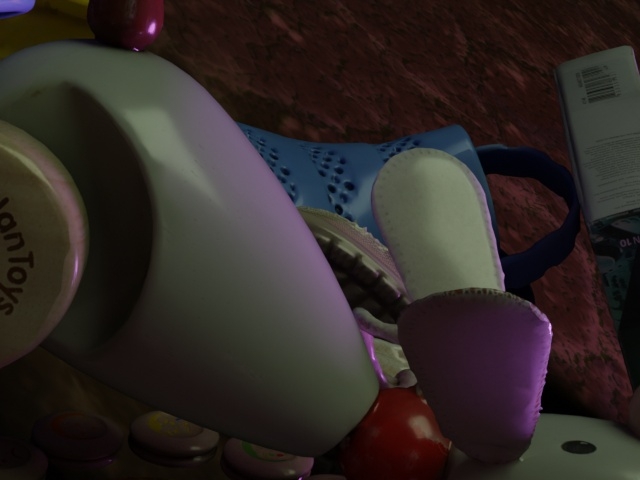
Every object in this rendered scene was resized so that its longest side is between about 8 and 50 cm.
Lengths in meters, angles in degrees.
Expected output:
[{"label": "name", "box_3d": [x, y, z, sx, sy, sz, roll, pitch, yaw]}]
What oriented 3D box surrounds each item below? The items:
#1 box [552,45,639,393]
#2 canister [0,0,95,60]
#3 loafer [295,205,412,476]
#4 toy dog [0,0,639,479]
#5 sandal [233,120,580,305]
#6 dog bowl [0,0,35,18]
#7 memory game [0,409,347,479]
[{"label": "box", "box_3d": [0.212, 0.070, 0.949, 0.232, 0.058, 0.322, -81, 153, -63]}, {"label": "canister", "box_3d": [-0.182, -0.170, 0.871, 0.126, 0.073, 0.170, 10, 41, -54]}, {"label": "loafer", "box_3d": [0.041, 0.082, 0.791, 0.268, 0.102, 0.092, 49, 11, -22]}, {"label": "toy dog", "box_3d": [0.000, 0.000, 0.565, 0.333, 0.161, 0.220, 21, 15, -25]}, {"label": "sandal", "box_3d": [0.039, -0.021, 0.910, 0.317, 0.138, 0.126, 16, 37, -47]}, {"label": "dog bowl", "box_3d": [-0.218, -0.111, 0.603, 0.297, 0.165, 0.074, -28, 110, -67]}, {"label": "memory game", "box_3d": [-0.057, 0.104, 0.560, 0.186, 0.012, 0.186, 8, 21, -3]}]
